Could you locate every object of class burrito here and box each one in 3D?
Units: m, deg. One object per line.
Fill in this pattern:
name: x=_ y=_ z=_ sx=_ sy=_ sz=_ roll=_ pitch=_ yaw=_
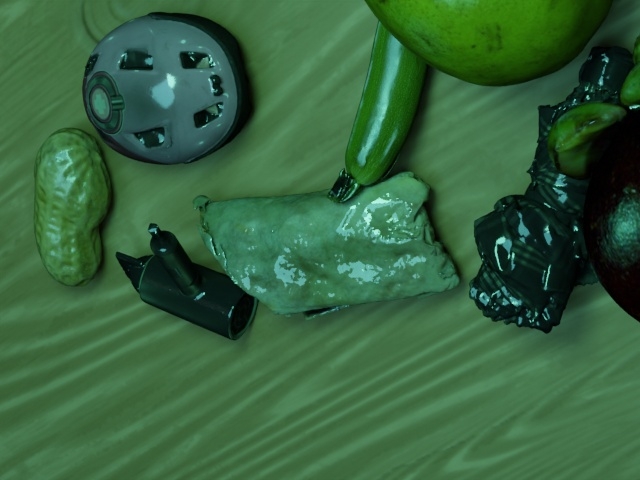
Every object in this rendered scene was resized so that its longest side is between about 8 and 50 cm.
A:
burrito: x=0.000 y=0.013 z=1.901 sx=0.347 sy=0.107 sz=0.175 roll=-5 pitch=89 yaw=25

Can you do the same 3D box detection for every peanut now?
peanut: x=-0.336 y=-0.042 z=2.049 sx=0.108 sy=0.095 sz=0.226 roll=16 pitch=112 yaw=25

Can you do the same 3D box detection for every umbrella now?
umbrella: x=0.263 y=-0.065 z=1.741 sx=0.154 sy=0.128 sz=0.337 roll=8 pitch=102 yaw=2

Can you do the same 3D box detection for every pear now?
pear: x=0.168 y=-0.306 z=1.625 sx=0.307 sy=0.253 sz=0.253 roll=39 pitch=121 yaw=-18

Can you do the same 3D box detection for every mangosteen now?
mangosteen: x=0.411 y=-0.052 z=1.562 sx=0.330 sy=0.330 sz=0.330 roll=8 pitch=108 yaw=24

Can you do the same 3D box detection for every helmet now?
helmet: x=-0.214 y=-0.186 z=1.921 sx=0.253 sy=0.154 sz=0.198 roll=-6 pitch=103 yaw=23

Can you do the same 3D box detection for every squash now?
squash: x=0.084 y=-0.191 z=1.802 sx=0.080 sy=0.071 sz=0.318 roll=11 pitch=103 yaw=-22

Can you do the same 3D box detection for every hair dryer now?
hair dryer: x=-0.200 y=0.026 z=1.942 sx=0.195 sy=0.248 sz=0.078 roll=20 pitch=69 yaw=20
